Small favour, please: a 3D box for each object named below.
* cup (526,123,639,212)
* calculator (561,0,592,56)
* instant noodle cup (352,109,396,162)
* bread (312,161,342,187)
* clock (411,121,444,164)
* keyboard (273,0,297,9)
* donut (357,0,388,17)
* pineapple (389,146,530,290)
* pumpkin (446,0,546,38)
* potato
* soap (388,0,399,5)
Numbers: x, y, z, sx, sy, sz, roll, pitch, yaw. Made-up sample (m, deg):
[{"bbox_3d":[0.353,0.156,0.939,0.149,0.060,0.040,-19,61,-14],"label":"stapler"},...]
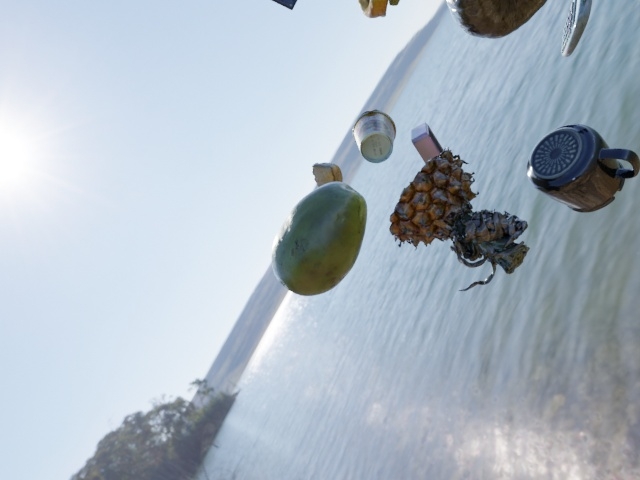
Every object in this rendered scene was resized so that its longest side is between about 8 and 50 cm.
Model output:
[{"bbox_3d":[0.587,-0.154,1.125,0.223,0.177,0.169,7,72,56],"label":"cup"},{"bbox_3d":[0.850,-0.738,1.689,0.299,0.042,0.185,65,-143,-67],"label":"calculator"},{"bbox_3d":[0.196,-0.362,1.825,0.168,0.169,0.185,-61,11,27],"label":"instant noodle cup"},{"bbox_3d":[0.034,-0.250,1.993,0.082,0.106,0.125,-45,-49,-42],"label":"bread"},{"bbox_3d":[0.396,-0.308,1.805,0.063,0.197,0.150,-29,19,23],"label":"clock"},{"bbox_3d":[-0.158,-0.739,1.490,0.063,0.198,0.010,-64,0,-8],"label":"keyboard"},{"bbox_3d":[0.200,-0.964,2.016,0.075,0.174,0.190,-23,3,-6],"label":"donut"},{"bbox_3d":[0.332,-0.033,1.147,0.263,0.272,0.262,-35,-32,-26],"label":"pineapple"},{"bbox_3d":[0.502,-0.682,1.424,0.242,0.325,0.232,-106,6,-57],"label":"pumpkin"},{"bbox_3d":[0.001,0.000,1.276,0.304,0.216,0.216,-56,1,10],"label":"potato"},{"bbox_3d":[0.204,-0.706,1.399,0.089,0.033,0.168,47,-138,-58],"label":"soap"}]
